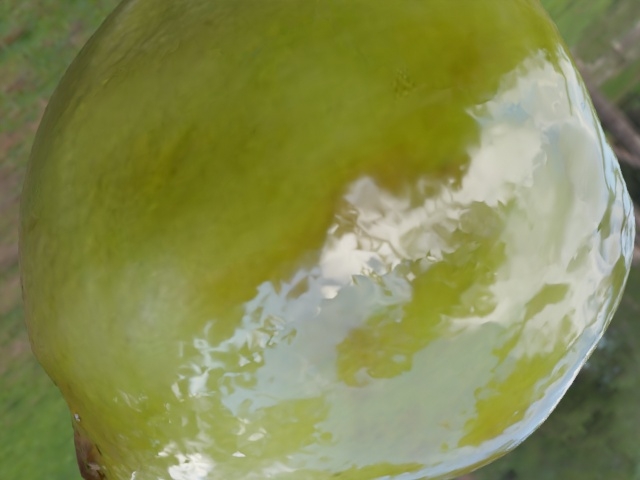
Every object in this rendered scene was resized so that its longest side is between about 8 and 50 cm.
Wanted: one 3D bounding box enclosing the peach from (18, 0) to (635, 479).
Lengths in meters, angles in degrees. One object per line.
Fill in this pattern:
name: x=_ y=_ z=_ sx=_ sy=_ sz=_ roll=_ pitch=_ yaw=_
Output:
peach: x=0.004 y=-0.008 z=0.773 sx=0.315 sy=0.314 sz=0.281 roll=-17 pitch=-173 yaw=-5
